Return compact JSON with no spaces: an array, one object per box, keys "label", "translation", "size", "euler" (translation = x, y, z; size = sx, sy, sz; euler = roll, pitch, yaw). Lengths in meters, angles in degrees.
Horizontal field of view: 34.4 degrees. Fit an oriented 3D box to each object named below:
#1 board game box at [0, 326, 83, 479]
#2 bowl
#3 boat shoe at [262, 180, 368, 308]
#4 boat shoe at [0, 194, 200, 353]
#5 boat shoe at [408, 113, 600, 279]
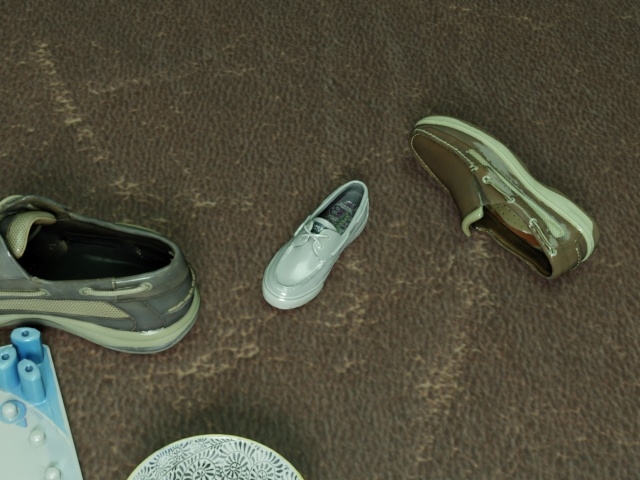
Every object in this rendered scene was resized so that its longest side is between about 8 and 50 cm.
[{"label":"board game box","translation":[-0.383,0.264,0.844],"size":[0.390,0.050,0.389],"euler":[-12,51,-19]},{"label":"bowl","translation":[-0.090,0.257,0.874],"size":[0.170,0.080,0.170],"euler":[4,48,-5]},{"label":"boat shoe","translation":[0.000,0.000,1.131],"size":[0.066,0.063,0.184],"euler":[33,51,20]},{"label":"boat shoe","translation":[-0.294,0.011,1.031],"size":[0.356,0.130,0.132],"euler":[8,46,-2]},{"label":"boat shoe","translation":[0.193,-0.050,1.190],"size":[0.257,0.095,0.095],"euler":[37,59,22]}]
